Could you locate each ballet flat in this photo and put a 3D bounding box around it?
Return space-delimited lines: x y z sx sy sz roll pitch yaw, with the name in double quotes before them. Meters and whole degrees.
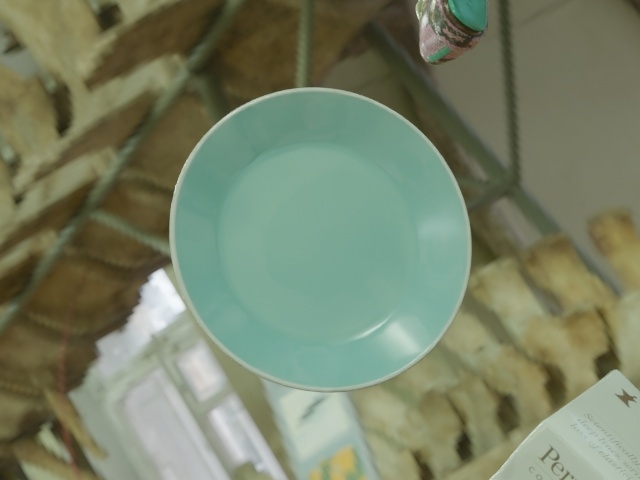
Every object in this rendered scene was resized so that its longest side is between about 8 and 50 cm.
"ballet flat" 0.118 -0.244 1.421 0.079 0.077 0.221 -33 34 43

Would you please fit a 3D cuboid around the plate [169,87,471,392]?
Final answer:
"plate" 0.000 0.000 0.963 0.188 0.188 0.024 -29 -4 -18

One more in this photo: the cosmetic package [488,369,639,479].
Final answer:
"cosmetic package" 0.100 0.185 0.770 0.085 0.117 0.231 -22 -28 -53
